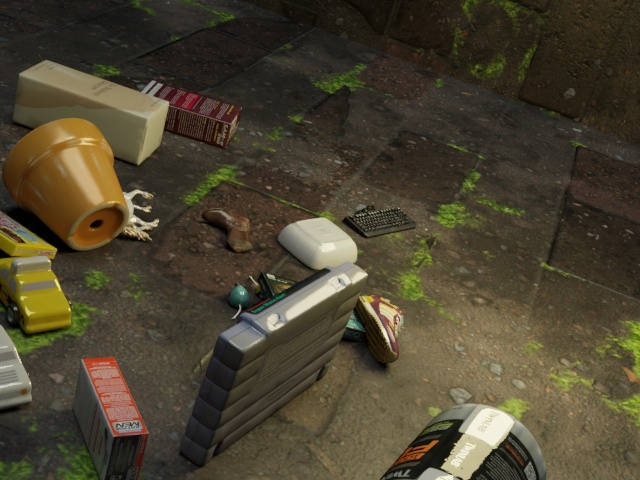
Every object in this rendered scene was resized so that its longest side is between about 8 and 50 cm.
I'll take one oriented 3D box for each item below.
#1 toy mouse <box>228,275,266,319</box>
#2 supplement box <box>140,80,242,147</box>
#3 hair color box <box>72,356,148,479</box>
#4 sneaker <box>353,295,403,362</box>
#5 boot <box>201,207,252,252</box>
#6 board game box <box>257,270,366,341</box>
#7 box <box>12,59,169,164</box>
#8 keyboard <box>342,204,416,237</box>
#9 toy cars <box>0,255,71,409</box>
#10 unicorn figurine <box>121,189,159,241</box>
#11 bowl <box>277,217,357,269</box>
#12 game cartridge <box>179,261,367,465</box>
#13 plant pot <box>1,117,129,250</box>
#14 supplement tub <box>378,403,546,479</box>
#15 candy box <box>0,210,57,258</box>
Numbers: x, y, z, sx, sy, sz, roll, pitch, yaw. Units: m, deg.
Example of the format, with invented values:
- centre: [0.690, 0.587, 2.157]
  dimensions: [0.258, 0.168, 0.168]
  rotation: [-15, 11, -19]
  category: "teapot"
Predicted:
- centre: [-0.115, 0.111, 1.814]
  dimensions: [0.161, 0.031, 0.143]
  rotation: [32, 30, 27]
  category: "toy mouse"
- centre: [-0.327, -0.314, 2.450]
  dimensions: [0.240, 0.073, 0.130]
  rotation: [17, 28, 1]
  category: "supplement box"
- centre: [-0.295, 0.250, 1.379]
  dimensions: [0.053, 0.093, 0.167]
  rotation: [0, 32, -29]
  category: "hair color box"
- centre: [0.124, 0.158, 1.825]
  dimensions: [0.084, 0.069, 0.185]
  rotation: [0, 32, -20]
  category: "sneaker"
- centre: [-0.191, -0.018, 2.017]
  dimensions: [0.107, 0.037, 0.114]
  rotation: [9, 32, -11]
  category: "boot"
- centre: [-0.017, 0.121, 1.815]
  dimensions: [0.186, 0.026, 0.126]
  rotation: [18, 24, -29]
  category: "board game box"
- centre: [-0.519, -0.292, 2.242]
  dimensions: [0.311, 0.121, 0.148]
  rotation: [18, 26, 3]
  category: "box"
- centre: [0.131, -0.052, 2.280]
  dimensions: [0.180, 0.023, 0.108]
  rotation: [-11, 38, -44]
  category: "keyboard"
- centre: [-0.485, 0.114, 1.530]
  dimensions: [0.177, 0.087, 0.393]
  rotation: [15, 27, -4]
  category: "toy cars"
- centre: [-0.385, -0.063, 1.954]
  dimensions: [0.111, 0.060, 0.162]
  rotation: [3, 30, -26]
  category: "unicorn figurine"
- centre: [0.000, 0.000, 2.072]
  dimensions: [0.142, 0.053, 0.142]
  rotation: [-8, 37, -43]
  category: "bowl"
- centre: [-0.065, 0.173, 1.509]
  dimensions: [0.068, 0.230, 0.355]
  rotation: [28, 28, 22]
  category: "game cartridge"
- centre: [-0.456, -0.090, 1.839]
  dimensions: [0.205, 0.205, 0.188]
  rotation: [-11, 54, -44]
  category: "plant pot"
- centre: [0.169, 0.364, 1.323]
  dimensions: [0.194, 0.193, 0.316]
  rotation: [27, 28, 19]
  category: "supplement tub"
- centre: [-0.577, -0.024, 1.769]
  dimensions: [0.206, 0.027, 0.105]
  rotation: [30, 7, 25]
  category: "candy box"
